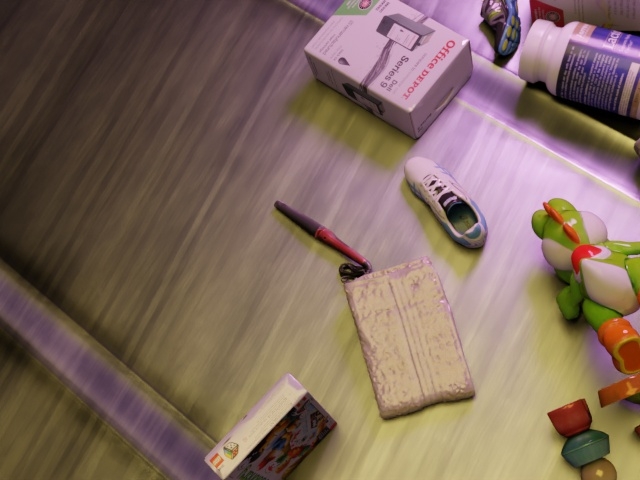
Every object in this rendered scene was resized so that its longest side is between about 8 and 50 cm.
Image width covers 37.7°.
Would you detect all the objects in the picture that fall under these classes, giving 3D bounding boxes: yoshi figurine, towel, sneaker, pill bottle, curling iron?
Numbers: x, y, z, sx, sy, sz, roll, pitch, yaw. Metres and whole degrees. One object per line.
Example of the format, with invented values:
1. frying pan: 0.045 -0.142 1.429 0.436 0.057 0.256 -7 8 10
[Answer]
1. yoshi figurine: 0.499 0.065 1.634 0.203 0.203 0.362 -9 38 -14
2. towel: 0.164 0.181 1.763 0.187 0.049 0.282 -17 71 6
3. sneaker: 0.382 -0.474 1.997 0.078 0.067 0.188 -13 65 31
4. pill bottle: 0.537 -0.344 1.849 0.264 0.153 0.153 20 73 20
5. sneaker: 0.247 -0.086 1.845 0.085 0.086 0.237 -37 63 -2
6. curling iron: 0.000 0.000 1.891 0.068 0.035 0.274 -44 66 -8

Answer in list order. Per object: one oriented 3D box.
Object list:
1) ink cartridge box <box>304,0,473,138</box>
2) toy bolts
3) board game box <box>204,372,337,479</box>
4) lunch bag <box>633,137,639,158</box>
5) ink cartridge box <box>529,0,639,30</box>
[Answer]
1. ink cartridge box: 0.147 -0.382 1.971 0.289 0.121 0.211 35 79 23
2. toy bolts: 0.505 0.323 1.563 0.228 0.218 0.158 -29 73 20
3. board game box: -0.076 0.343 1.614 0.053 0.305 0.193 41 82 21
4. lunch bag: 0.752 -0.148 1.713 0.287 0.169 0.235 -28 67 9
5. ink cartridge box: 0.574 -0.532 1.869 0.306 0.226 0.131 4 65 18
